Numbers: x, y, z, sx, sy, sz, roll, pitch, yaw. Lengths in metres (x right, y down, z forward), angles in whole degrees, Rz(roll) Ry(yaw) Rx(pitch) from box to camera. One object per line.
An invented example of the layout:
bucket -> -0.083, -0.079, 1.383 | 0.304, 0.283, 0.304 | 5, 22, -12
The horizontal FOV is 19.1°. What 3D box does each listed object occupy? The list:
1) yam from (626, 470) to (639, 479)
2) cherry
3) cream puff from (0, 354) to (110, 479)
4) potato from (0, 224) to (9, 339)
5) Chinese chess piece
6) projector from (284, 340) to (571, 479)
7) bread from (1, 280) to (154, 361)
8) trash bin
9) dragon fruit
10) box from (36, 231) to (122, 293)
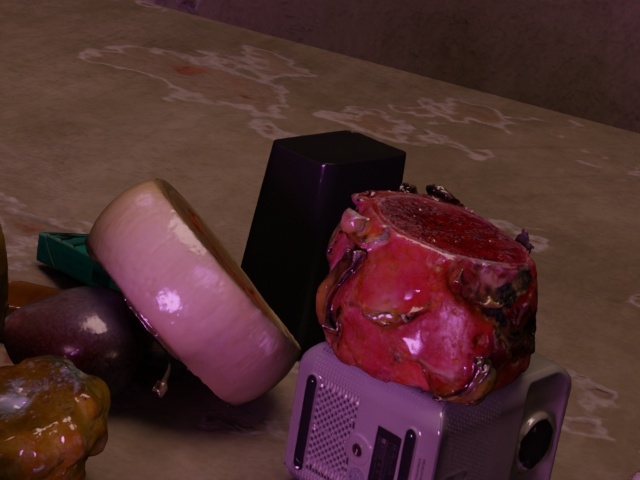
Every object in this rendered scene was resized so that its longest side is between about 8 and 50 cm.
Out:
yam -> 0.477, 0.276, 1.853 | 0.371, 0.083, 0.083 | 9, 18, -11
cherry -> -0.236, 0.111, 1.845 | 0.148, 0.115, 0.188 | 30, 19, -15
cream puff -> -0.248, 0.175, 1.665 | 0.146, 0.116, 0.146 | -5, 38, 4
potato -> -0.365, 0.066, 1.656 | 0.196, 0.299, 0.246 | 26, 65, 35
Chinese chess piece -> -0.128, 0.053, 1.913 | 0.250, 0.103, 0.250 | 50, 1, -1
projector -> 0.110, 0.169, 1.804 | 0.177, 0.163, 0.242 | 26, 25, 35
bread -> -0.289, 0.081, 1.999 | 0.226, 0.049, 0.088 | 13, 18, 7
trash bin -> 0.000, 0.000, 2.137 | 0.115, 0.225, 0.165 | 24, 22, 36
dragon fruit -> 0.092, 0.030, 1.738 | 0.211, 0.147, 0.282 | -2, 27, -19
box -> -0.206, 0.029, 2.147 | 0.161, 0.042, 0.226 | 5, 8, -31
